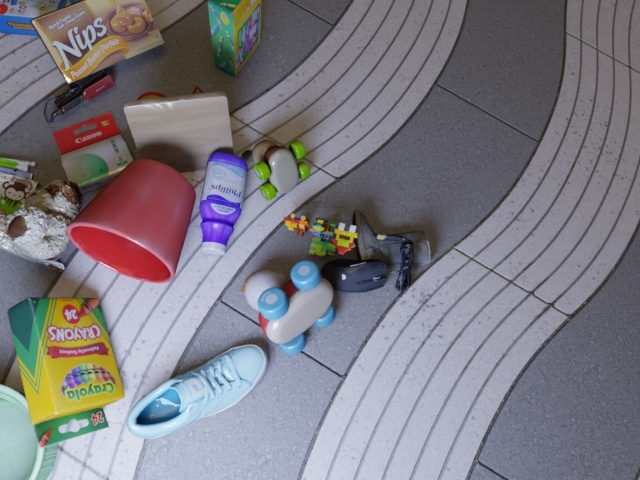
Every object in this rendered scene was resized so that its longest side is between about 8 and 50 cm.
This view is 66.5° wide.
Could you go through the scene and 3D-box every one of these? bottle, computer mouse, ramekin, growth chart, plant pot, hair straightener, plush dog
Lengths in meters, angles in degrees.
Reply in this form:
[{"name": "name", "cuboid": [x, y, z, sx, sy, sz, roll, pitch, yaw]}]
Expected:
[{"name": "bottle", "cuboid": [-0.279, -0.102, 1.371, 0.118, 0.092, 0.283, 13, 72, -20]}, {"name": "computer mouse", "cuboid": [0.134, 0.068, 1.329, 0.262, 0.184, 0.060, 3, 28, -6]}, {"name": "ramekin", "cuboid": [-0.749, 0.475, 1.086, 0.303, 0.148, 0.303, 2, 71, -7]}, {"name": "growth chart", "cuboid": [-0.868, -0.125, 1.348, 0.172, 0.021, 0.237, 2, 71, -8]}, {"name": "plant pot", "cuboid": [-0.460, -0.058, 1.265, 0.275, 0.275, 0.243, 19, 60, -1]}, {"name": "hair straightener", "cuboid": [-0.733, -0.435, 1.468, 0.089, 0.047, 0.230, 39, 75, 27]}, {"name": "plush dog", "cuboid": [-0.702, -0.057, 1.264, 0.262, 0.210, 0.225, 0, 60, 36]}]

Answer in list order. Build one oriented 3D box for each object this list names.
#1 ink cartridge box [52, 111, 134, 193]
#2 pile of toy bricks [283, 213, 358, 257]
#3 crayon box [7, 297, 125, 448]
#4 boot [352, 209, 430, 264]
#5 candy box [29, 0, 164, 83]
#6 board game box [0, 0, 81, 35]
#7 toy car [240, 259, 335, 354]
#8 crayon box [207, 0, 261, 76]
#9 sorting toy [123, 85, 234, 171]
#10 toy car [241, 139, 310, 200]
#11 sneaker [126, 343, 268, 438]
[{"name": "ink cartridge box", "cuboid": [-0.654, -0.263, 1.406, 0.181, 0.056, 0.224, -25, 78, -15]}, {"name": "pile of toy bricks", "cuboid": [0.000, 0.000, 1.357, 0.212, 0.118, 0.105, 12, 83, 16]}, {"name": "crayon box", "cuboid": [-0.583, 0.292, 1.142, 0.081, 0.202, 0.318, -26, 75, 16]}, {"name": "boot", "cuboid": [0.204, -0.010, 1.416, 0.208, 0.076, 0.189, -10, 85, -4]}, {"name": "candy box", "cuboid": [-0.656, -0.621, 1.455, 0.316, 0.183, 0.087, -31, 36, -16]}, {"name": "board game box", "cuboid": [-0.839, -0.791, 1.546, 0.308, 0.086, 0.302, 2, 71, -6]}, {"name": "toy car", "cuboid": [-0.109, 0.134, 1.289, 0.210, 0.219, 0.238, -40, 52, -18]}, {"name": "crayon box", "cuboid": [-0.252, -0.652, 1.470, 0.081, 0.278, 0.165, 29, 70, 2]}, {"name": "sorting toy", "cuboid": [-0.382, -0.313, 1.359, 0.257, 0.255, 0.089, -9, 57, -10]}, {"name": "toy car", "cuboid": [-0.151, -0.235, 1.442, 0.155, 0.149, 0.188, -34, 50, -20]}, {"name": "sneaker", "cuboid": [-0.288, 0.368, 1.181, 0.366, 0.150, 0.135, -31, 78, -16]}]
